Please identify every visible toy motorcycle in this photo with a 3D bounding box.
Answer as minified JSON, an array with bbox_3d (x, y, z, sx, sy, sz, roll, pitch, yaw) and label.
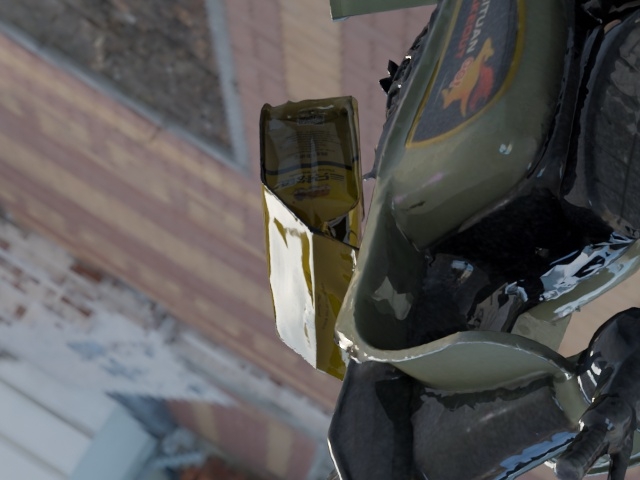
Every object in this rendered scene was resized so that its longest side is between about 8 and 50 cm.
[{"bbox_3d":[0.070,-0.001,0.507,0.091,0.263,0.157,32,151,-23],"label":"toy motorcycle"}]

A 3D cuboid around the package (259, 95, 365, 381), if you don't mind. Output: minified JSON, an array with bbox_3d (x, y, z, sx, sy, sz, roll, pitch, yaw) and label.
[{"bbox_3d":[-0.001,0.000,0.664,0.047,0.131,0.071,-2,126,-2],"label":"package"}]

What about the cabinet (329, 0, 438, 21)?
[{"bbox_3d":[0.104,-0.247,1.161,0.206,0.150,0.145,-7,-171,5],"label":"cabinet"}]
